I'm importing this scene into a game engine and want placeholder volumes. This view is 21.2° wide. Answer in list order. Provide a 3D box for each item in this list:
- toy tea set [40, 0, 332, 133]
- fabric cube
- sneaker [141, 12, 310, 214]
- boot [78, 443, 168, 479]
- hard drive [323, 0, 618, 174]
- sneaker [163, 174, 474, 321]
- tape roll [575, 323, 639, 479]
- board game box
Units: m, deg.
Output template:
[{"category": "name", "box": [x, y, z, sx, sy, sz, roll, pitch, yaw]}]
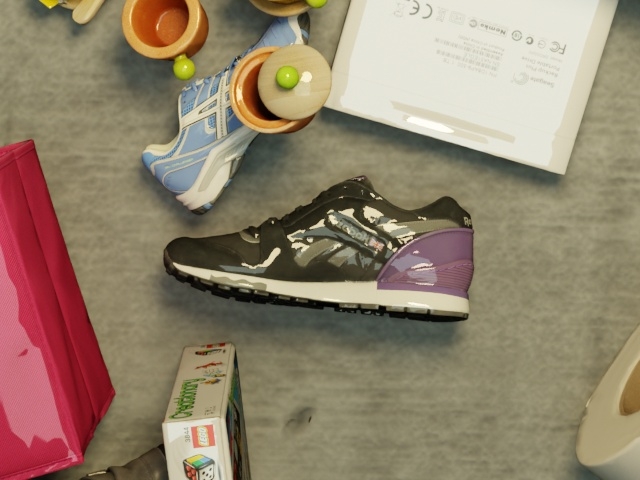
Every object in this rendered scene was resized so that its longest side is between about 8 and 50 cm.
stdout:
[{"category": "toy tea set", "box": [-0.112, -0.234, 1.473, 0.336, 0.124, 0.200, 36, 94, 14]}, {"category": "fabric cube", "box": [-0.346, 0.077, 1.489, 0.254, 0.259, 0.258, -16, 98, 1]}, {"category": "sneaker", "box": [-0.082, -0.127, 1.551, 0.081, 0.080, 0.211, 33, 95, -8]}, {"category": "boot", "box": [-0.278, 0.287, 1.572, 0.222, 0.338, 0.118, -11, 80, -42]}, {"category": "hard drive", "box": [0.160, -0.261, 1.550, 0.233, 0.047, 0.353, 16, 98, -3]}, {"category": "sneaker", "box": [0.000, 0.000, 1.573, 0.283, 0.107, 0.124, 6, 83, -5]}, {"category": "tape roll", "box": [0.366, 0.148, 1.509, 0.169, 0.246, 0.246, 36, 96, -4]}, {"category": "board game box", "box": [-0.092, 0.211, 1.484, 0.053, 0.305, 0.193, -6, 97, 0]}]
